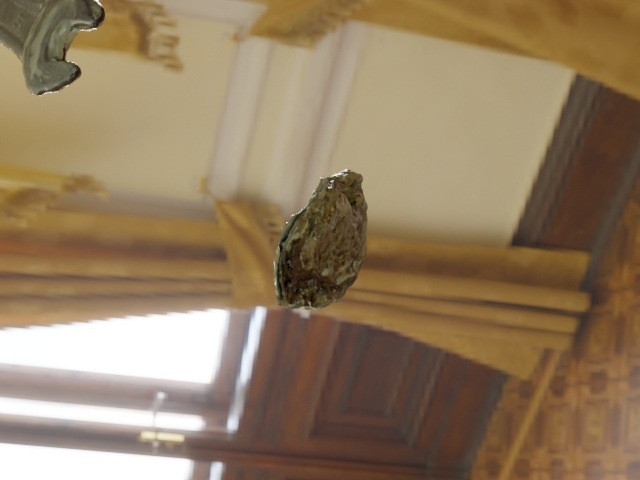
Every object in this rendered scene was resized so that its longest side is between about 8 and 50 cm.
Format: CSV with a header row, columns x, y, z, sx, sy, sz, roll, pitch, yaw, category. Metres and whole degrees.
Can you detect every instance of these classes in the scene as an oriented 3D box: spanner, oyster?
x,y,z,sx,sy,sz,roll,pitch,yaw,category
-0.231,-0.165,0.847,0.302,0.017,0.071,31,92,41,spanner
0.000,0.000,1.338,0.177,0.064,0.125,-32,-51,-54,oyster
